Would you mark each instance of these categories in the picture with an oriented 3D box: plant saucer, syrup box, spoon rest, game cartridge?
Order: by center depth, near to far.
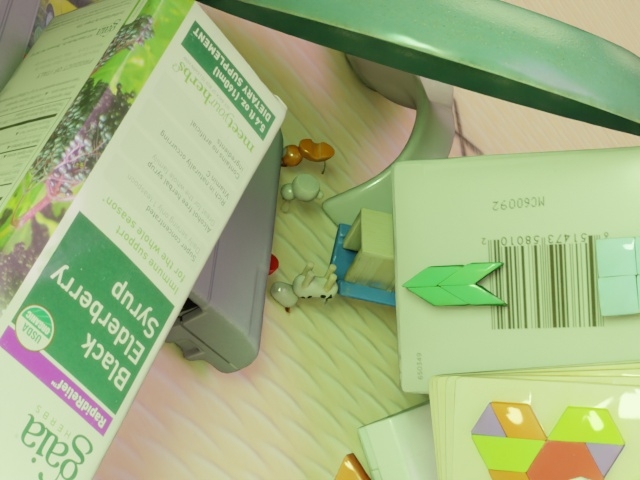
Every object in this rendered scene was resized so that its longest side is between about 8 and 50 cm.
[{"bbox_3d":[-0.116,0.004,0.605,0.093,0.096,0.237,48,51,-32],"label":"syrup box"},{"bbox_3d":[-0.123,-0.078,0.760,0.294,0.060,0.196,43,34,-38],"label":"game cartridge"},{"bbox_3d":[0.070,-0.125,0.845,0.317,0.317,0.043,9,100,-57],"label":"plant saucer"},{"bbox_3d":[0.062,-0.119,1.064,0.137,0.084,0.276,46,37,-35],"label":"spoon rest"}]

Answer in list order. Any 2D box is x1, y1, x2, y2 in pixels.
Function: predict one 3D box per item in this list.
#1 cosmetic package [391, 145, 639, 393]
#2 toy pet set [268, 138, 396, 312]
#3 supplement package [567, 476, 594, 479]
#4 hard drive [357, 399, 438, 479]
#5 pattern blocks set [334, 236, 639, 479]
[{"bbox_3d":[0.193,0.024,0.984,0.365,0.197,0.155,0,87,-71],"label":"cosmetic package"},{"bbox_3d":[0.000,0.000,0.929,0.114,0.065,0.122,12,50,-15],"label":"toy pet set"},{"bbox_3d":[0.025,0.223,0.556,0.175,0.293,0.177,24,51,-52],"label":"supplement package"},{"bbox_3d":[0.132,0.258,0.972,0.203,0.040,0.307,-7,78,-60],"label":"hard drive"},{"bbox_3d":[0.136,0.164,0.795,0.026,0.285,0.325,1,75,-72],"label":"pattern blocks set"}]
